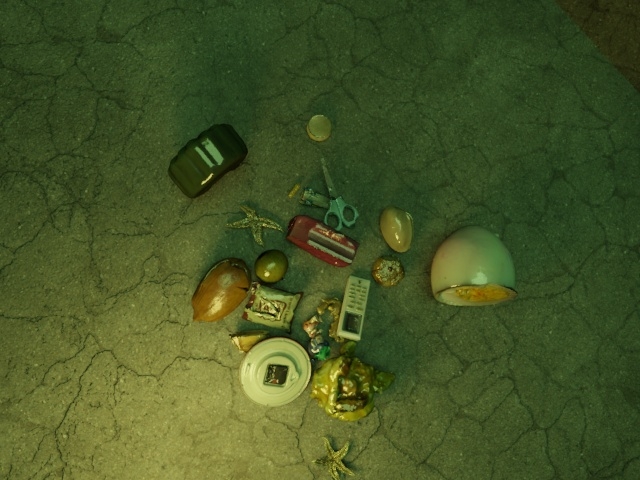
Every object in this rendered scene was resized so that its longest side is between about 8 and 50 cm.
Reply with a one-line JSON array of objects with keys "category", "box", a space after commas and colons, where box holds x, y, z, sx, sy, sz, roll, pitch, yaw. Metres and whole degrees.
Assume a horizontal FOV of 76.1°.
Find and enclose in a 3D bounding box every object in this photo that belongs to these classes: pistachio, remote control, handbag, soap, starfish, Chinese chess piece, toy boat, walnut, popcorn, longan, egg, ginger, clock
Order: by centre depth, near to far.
[{"category": "popcorn", "box": [0.116, 0.595, 1.747, 0.321, 0.290, 0.326, 23, 44, -37]}, {"category": "walnut", "box": [-0.431, 0.223, 1.750, 0.209, 0.209, 0.336, 41, 93, 0]}, {"category": "clock", "box": [-0.191, 0.565, 1.756, 0.318, 0.080, 0.319, -1, 96, -14]}, {"category": "starfish", "box": [0.071, 0.949, 1.788, 0.176, 0.053, 0.208, -42, 92, -10]}, {"category": "handbag", "box": [-0.210, 0.289, 1.800, 0.235, 0.127, 0.213, 18, 110, -2]}, {"category": "soap", "box": [0.000, 0.000, 1.809, 0.324, 0.220, 0.127, 29, 77, -3]}, {"category": "egg", "box": [0.669, 0.093, 1.817, 0.354, 0.354, 0.340, 6, 66, -5]}, {"category": "longan", "box": [-0.212, 0.122, 1.820, 0.154, 0.176, 0.145, -32, 44, 9]}, {"category": "remote control", "box": [0.150, 0.301, 1.835, 0.102, 0.055, 0.277, 16, 65, -5]}, {"category": "ginger", "box": [0.066, 0.349, 1.846, 0.193, 0.052, 0.176, 41, 64, -21]}, {"category": "starfish", "box": [-0.296, -0.062, 1.869, 0.247, 0.050, 0.138, 30, 83, 1]}, {"category": "pistachio", "box": [0.362, -0.057, 1.905, 0.152, 0.126, 0.223, -22, 91, 26]}, {"category": "toy boat", "box": [0.003, -0.185, 1.912, 0.210, 0.066, 0.084, 18, 94, -15]}, {"category": "Chinese chess piece", "box": [-0.006, -0.536, 1.955, 0.122, 0.051, 0.122, 1, 81, -7]}]

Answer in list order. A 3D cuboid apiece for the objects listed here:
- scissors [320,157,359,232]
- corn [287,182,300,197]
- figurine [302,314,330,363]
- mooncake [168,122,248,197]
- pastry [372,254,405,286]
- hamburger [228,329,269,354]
[{"category": "scissors", "box": [0.062, -0.207, 1.881, 0.191, 0.029, 0.360, -22, 102, -22]}, {"category": "corn", "box": [-0.124, -0.238, 1.918, 0.028, 0.027, 0.083, 35, 83, 15]}, {"category": "figurine", "box": [-0.016, 0.439, 1.810, 0.102, 0.111, 0.195, -29, 65, 21]}, {"category": "mooncake", "box": [-0.481, -0.343, 1.750, 0.351, 0.351, 0.187, -38, 100, -9]}, {"category": "pastry", "box": [0.315, 0.142, 1.896, 0.153, 0.081, 0.153, 0, 94, -7]}, {"category": "hamburger", "box": [-0.312, 0.448, 1.796, 0.176, 0.087, 0.102, -3, 102, -18]}]
